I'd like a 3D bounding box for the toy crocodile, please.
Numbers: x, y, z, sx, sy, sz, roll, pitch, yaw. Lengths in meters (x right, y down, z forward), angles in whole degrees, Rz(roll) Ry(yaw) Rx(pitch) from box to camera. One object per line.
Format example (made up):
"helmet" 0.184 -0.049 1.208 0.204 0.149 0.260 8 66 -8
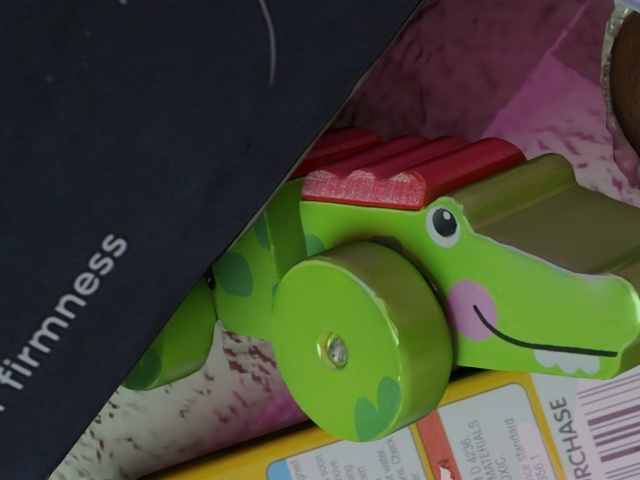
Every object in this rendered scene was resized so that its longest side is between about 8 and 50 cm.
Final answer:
"toy crocodile" 0.000 0.000 0.649 0.340 0.115 0.105 5 110 50

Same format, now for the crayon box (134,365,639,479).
"crayon box" 0.036 0.167 0.706 0.323 0.083 0.203 -20 88 16

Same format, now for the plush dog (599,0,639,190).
"plush dog" 0.256 -0.084 0.569 0.225 0.211 0.262 37 104 46

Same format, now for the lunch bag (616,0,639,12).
"lunch bag" 0.094 -0.115 0.533 0.071 0.083 0.053 -57 40 19

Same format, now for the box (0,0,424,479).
"box" -0.211 -0.202 0.542 0.472 0.297 0.480 33 98 -36
